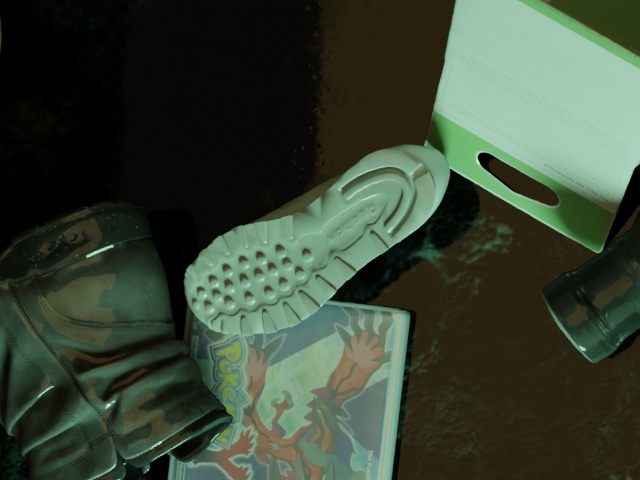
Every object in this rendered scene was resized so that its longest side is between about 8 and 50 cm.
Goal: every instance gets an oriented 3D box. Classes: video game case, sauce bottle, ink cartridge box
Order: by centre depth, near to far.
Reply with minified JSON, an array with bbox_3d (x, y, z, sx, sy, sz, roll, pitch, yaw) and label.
[{"bbox_3d":[0.320,-0.036,1.383,0.344,0.111,0.111,-35,80,12],"label":"sauce bottle"},{"bbox_3d":[0.172,-0.108,1.394,0.171,0.235,0.056,31,62,14],"label":"ink cartridge box"},{"bbox_3d":[-0.029,0.145,1.512,0.183,0.023,0.201,6,90,15],"label":"video game case"}]

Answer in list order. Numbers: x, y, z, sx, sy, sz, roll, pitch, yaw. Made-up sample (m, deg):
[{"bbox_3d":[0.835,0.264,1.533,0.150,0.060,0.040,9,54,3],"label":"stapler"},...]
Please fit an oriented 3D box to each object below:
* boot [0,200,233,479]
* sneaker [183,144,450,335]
[{"bbox_3d":[-0.255,0.124,1.515,0.338,0.118,0.222,-22,81,18],"label":"boot"},{"bbox_3d":[0.000,0.000,1.477,0.235,0.095,0.090,-27,96,19],"label":"sneaker"}]
